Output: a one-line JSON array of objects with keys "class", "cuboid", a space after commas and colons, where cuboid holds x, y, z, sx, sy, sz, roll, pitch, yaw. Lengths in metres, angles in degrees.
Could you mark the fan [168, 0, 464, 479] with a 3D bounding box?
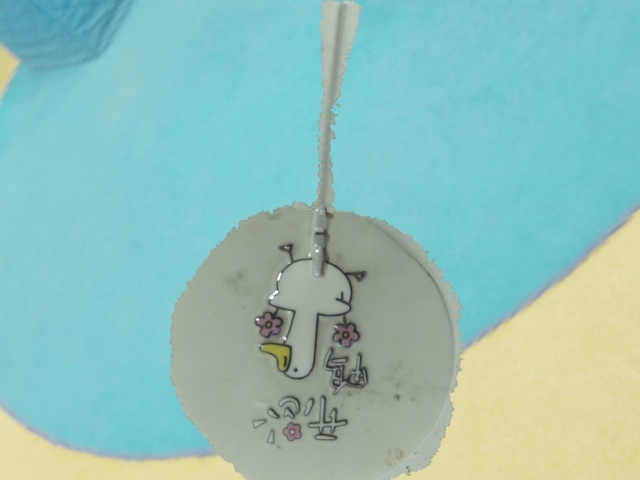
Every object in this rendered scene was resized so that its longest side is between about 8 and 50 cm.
[{"class": "fan", "cuboid": [0.000, 0.000, 0.928, 0.012, 0.233, 0.414, 119, 153, -77]}]
